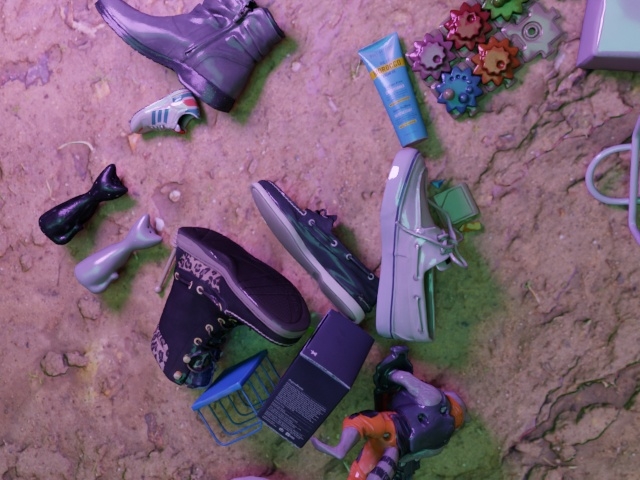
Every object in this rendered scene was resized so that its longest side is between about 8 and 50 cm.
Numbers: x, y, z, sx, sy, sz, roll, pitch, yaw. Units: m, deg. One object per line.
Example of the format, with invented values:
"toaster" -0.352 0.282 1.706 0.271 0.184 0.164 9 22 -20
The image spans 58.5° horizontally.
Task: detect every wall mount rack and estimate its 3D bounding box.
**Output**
"wall mount rack" 0.618 -0.142 0.901 0.349 0.130 0.304 -5 117 15

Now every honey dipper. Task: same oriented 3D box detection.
"honey dipper" -0.329 0.048 1.244 0.030 0.030 0.161 31 106 8

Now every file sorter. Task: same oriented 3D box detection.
"file sorter" -0.159 0.321 1.172 0.118 0.170 0.105 -28 95 16

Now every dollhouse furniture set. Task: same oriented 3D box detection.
"dollhouse furniture set" -0.027 0.146 1.161 0.151 0.076 0.059 15 104 1

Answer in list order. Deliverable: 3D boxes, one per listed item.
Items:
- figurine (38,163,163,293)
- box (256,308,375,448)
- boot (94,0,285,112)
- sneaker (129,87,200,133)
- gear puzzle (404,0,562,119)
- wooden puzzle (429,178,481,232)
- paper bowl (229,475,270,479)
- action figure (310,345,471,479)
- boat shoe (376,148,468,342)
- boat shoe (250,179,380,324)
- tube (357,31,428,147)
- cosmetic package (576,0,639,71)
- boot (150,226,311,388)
"figurine" -0.467 -0.026 1.241 0.209 0.092 0.215 -36 90 12
"box" -0.009 0.258 1.074 0.108 0.153 0.207 35 125 4
"boot" -0.249 -0.432 1.121 0.338 0.118 0.223 36 102 -5
"sneaker" -0.320 -0.247 1.182 0.161 0.057 0.075 -26 86 13
"gear puzzle" 0.326 -0.377 1.010 0.339 0.044 0.175 -38 88 16
"wooden puzzle" 0.256 -0.066 1.091 0.078 0.014 0.116 -19 94 11
"paper bowl" -0.140 0.646 1.225 0.284 0.148 0.285 2 100 13
"action figure" 0.150 0.395 1.060 0.178 0.330 0.342 21 129 54
"boat shoe" 0.195 0.021 1.043 0.156 0.136 0.367 9 104 25
"boat shoe" 0.001 -0.001 1.116 0.113 0.127 0.340 -38 81 -15
"tube" 0.143 -0.279 1.072 0.080 0.052 0.207 -21 87 11
"cosmetic package" 0.659 -0.371 0.868 0.452 0.161 0.230 8 100 12
"boot" -0.197 0.168 1.130 0.377 0.138 0.284 34 110 34
